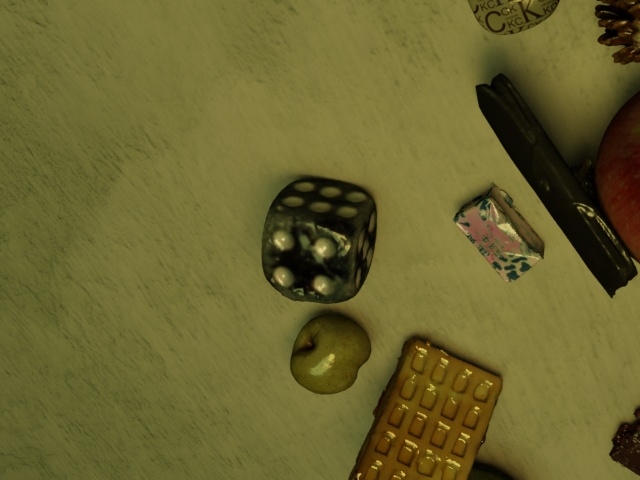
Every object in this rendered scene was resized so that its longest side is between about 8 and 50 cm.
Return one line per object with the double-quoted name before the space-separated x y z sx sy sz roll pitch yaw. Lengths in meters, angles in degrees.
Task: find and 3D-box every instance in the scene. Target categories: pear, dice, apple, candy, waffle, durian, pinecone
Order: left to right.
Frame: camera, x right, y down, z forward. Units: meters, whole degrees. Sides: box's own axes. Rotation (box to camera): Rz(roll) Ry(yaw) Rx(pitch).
"dice" 0.000 0.000 1.463 0.182 0.181 0.183 10 120 14
"pear" 0.018 0.234 1.599 0.167 0.167 0.136 -29 131 32
"waffle" 0.207 0.376 1.524 0.224 0.327 0.098 25 157 3
"candy" 0.322 -0.011 1.394 0.092 0.073 0.160 -37 100 32
"durian" 0.448 -0.069 1.289 0.091 0.148 0.188 -29 135 -8
"pinecone" 0.477 -0.343 1.089 0.186 0.168 0.212 -3 116 25
"apple" 0.561 -0.074 1.118 0.345 0.344 0.269 8 163 17

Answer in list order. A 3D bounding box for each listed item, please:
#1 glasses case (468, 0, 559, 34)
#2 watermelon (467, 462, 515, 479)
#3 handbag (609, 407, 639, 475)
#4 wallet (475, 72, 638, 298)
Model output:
"glasses case" 0.246 -0.479 1.155 0.137 0.085 0.354 -17 111 29
"watermelon" 0.296 0.601 1.624 0.359 0.279 0.278 -7 114 26
"handbag" 0.686 0.387 1.474 0.216 0.074 0.203 34 124 3
"wallet" 0.359 -0.082 1.199 0.051 0.197 0.377 -33 78 7
